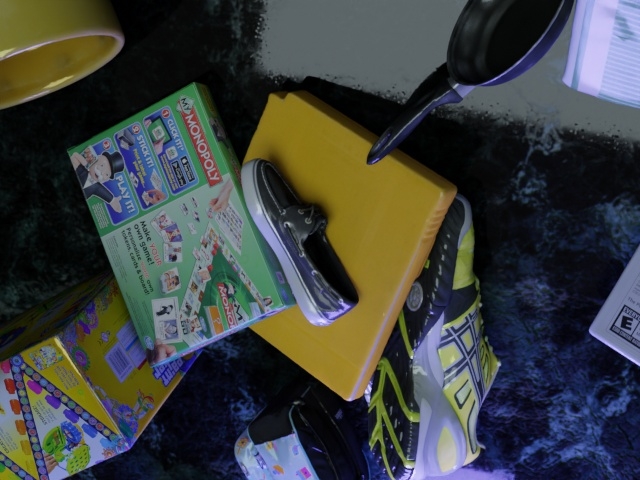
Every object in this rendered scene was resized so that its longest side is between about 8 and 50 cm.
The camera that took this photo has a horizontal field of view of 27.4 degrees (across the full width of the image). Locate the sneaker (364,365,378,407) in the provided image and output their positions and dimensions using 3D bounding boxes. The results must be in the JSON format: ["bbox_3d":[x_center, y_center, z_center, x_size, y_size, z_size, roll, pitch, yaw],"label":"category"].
[{"bbox_3d":[0.096,0.201,1.803,0.076,0.065,0.166,-18,109,4],"label":"sneaker"}]

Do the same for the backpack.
[{"bbox_3d":[-0.018,0.301,1.805,0.144,0.166,0.188,-30,97,25],"label":"backpack"}]

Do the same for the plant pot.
[{"bbox_3d":[-0.406,-0.313,1.645,0.254,0.254,0.239,-25,87,22],"label":"plant pot"}]

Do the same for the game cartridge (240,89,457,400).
[{"bbox_3d":[0.000,0.000,1.699,0.285,0.052,0.324,35,116,24],"label":"game cartridge"}]

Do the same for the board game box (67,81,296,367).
[{"bbox_3d":[-0.186,-0.019,1.731,0.213,0.046,0.317,-25,82,19],"label":"board game box"}]

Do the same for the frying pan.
[{"bbox_3d":[0.191,-0.202,1.520,0.053,0.197,0.326,31,90,-27],"label":"frying pan"}]

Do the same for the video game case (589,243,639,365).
[{"bbox_3d":[0.531,0.071,1.553,0.329,0.036,0.300,34,106,23],"label":"video game case"}]

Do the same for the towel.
[{"bbox_3d":[0.448,-0.229,1.491,0.325,0.038,0.248,10,143,10],"label":"towel"}]

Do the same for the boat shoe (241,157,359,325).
[{"bbox_3d":[-0.020,-0.006,1.635,0.076,0.080,0.228,-26,85,29],"label":"boat shoe"}]

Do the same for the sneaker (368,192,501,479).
[{"bbox_3d":[0.157,0.124,1.725,0.147,0.145,0.385,0,104,-28],"label":"sneaker"}]

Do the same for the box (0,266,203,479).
[{"bbox_3d":[-0.357,0.189,1.787,0.279,0.290,0.177,-25,103,23],"label":"box"}]
